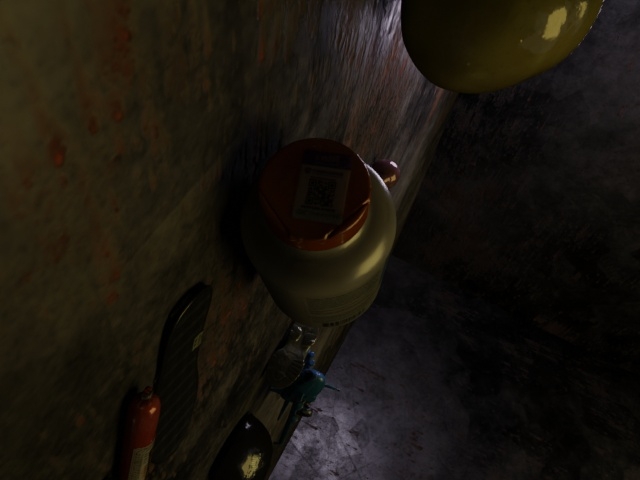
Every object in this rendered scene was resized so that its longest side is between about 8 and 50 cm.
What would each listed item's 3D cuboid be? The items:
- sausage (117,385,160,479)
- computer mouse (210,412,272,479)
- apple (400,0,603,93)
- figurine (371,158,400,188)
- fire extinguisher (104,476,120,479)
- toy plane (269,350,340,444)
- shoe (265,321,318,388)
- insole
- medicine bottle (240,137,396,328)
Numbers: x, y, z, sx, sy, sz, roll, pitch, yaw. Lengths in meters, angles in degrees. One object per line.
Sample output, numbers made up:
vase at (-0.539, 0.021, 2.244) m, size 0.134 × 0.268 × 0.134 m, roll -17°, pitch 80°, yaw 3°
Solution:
sausage at (-0.196, 0.239, 0.537) m, size 0.034 × 0.034 × 0.253 m, roll -48°, pitch 161°, yaw -56°
computer mouse at (-0.170, 0.514, 1.155) m, size 0.170 × 0.100 × 0.269 m, roll -51°, pitch 164°, yaw -40°
apple at (0.231, -0.323, 0.668) m, size 0.262 × 0.262 × 0.262 m, roll -60°, pitch 169°, yaw -20°
figurine at (0.142, -0.148, 1.141) m, size 0.083 × 0.071 × 0.066 m, roll -59°, pitch 130°, yaw -65°
fire extinguisher at (-0.227, 0.283, 0.535) m, size 0.028 × 0.022 × 0.083 m, roll -1°, pitch 126°, yaw -34°
toy plane at (-0.043, 0.347, 1.192) m, size 0.271 × 0.105 × 0.254 m, roll -39°, pitch -151°, yaw 55°
shoe at (-0.064, 0.257, 1.141) m, size 0.169 × 0.071 × 0.099 m, roll -59°, pitch 175°, yaw -25°
insole at (-0.163, 0.167, 0.589) m, size 0.110 × 0.012 × 0.309 m, roll -47°, pitch 161°, yaw -53°
medicine bottle at (0.000, 0.000, 0.566) m, size 0.157 × 0.157 × 0.288 m, roll -60°, pitch 169°, yaw -16°
